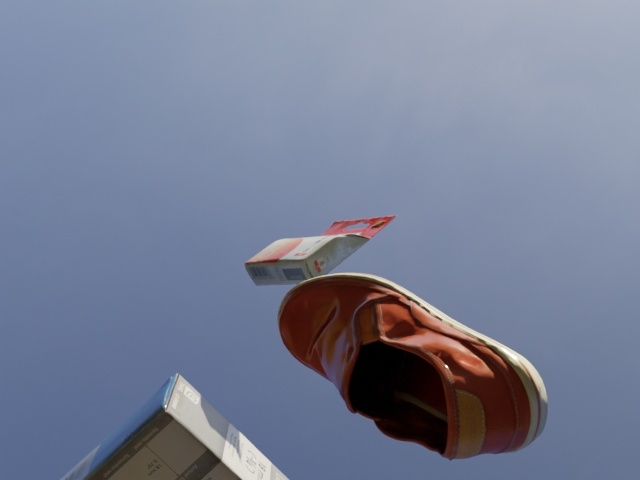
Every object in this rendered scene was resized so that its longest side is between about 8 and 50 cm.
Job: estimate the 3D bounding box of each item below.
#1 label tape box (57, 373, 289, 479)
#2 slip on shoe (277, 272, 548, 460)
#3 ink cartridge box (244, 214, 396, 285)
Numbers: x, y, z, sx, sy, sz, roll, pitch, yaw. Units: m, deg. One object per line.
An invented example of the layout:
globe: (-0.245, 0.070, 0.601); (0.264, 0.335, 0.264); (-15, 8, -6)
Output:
label tape box: (-0.136, 0.355, 1.069); (0.240, 0.334, 0.106); (-43, -168, 8)
slip on shoe: (0.052, 0.109, 0.857); (0.101, 0.123, 0.331); (-10, -161, -34)
ink cartridge box: (0.000, 0.000, 1.327); (0.179, 0.045, 0.145); (-41, -159, -32)
